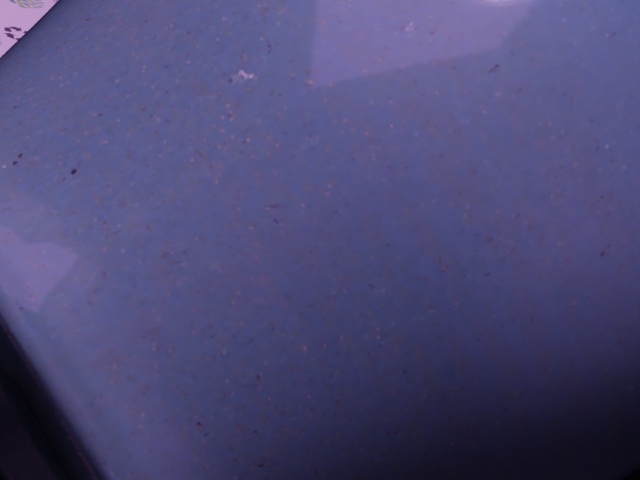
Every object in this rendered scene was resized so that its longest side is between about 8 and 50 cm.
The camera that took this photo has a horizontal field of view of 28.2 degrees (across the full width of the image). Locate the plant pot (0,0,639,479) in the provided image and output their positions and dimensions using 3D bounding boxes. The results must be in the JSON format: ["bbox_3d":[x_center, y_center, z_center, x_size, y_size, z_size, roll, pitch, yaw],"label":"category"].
[{"bbox_3d":[0.000,0.000,0.440,0.255,0.272,0.271,-31,48,-23],"label":"plant pot"}]

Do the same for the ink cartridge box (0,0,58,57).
[{"bbox_3d":[-0.031,-0.080,0.673,0.332,0.065,0.165,3,32,-27],"label":"ink cartridge box"}]
